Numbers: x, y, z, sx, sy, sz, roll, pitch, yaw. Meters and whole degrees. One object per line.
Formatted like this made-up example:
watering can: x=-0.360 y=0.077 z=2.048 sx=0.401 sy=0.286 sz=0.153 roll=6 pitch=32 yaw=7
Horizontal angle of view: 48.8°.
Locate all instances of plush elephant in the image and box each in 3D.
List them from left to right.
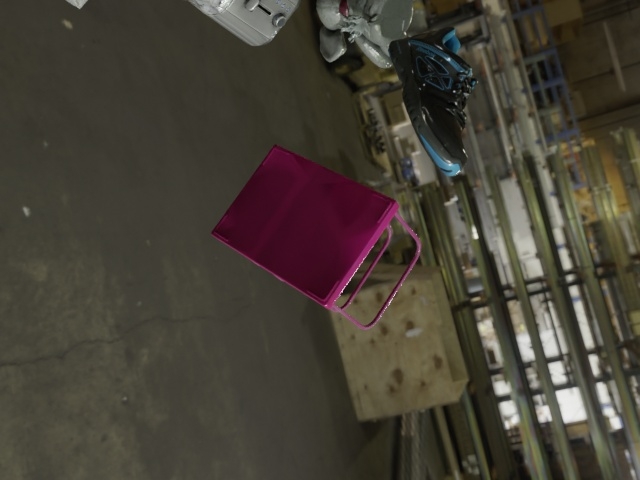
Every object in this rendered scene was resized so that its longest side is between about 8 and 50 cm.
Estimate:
plush elephant: x=0.107 y=-0.582 z=1.777 sx=0.255 sy=0.329 sz=0.272 roll=36 pitch=-48 yaw=39

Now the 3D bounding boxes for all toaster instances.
toaster: x=-0.144 y=-0.397 z=1.027 sx=0.227 sy=0.129 sz=0.146 roll=49 pitch=16 yaw=19

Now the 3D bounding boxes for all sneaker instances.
sneaker: x=0.223 y=-0.272 z=1.299 sx=0.125 sy=0.139 sz=0.341 roll=52 pitch=22 yaw=-54

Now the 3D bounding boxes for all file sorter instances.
file sorter: x=0.000 y=0.000 z=1.255 sx=0.202 sy=0.290 sz=0.182 roll=-55 pitch=143 yaw=-7

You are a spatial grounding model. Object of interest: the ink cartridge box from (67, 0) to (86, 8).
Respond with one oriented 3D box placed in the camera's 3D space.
ink cartridge box: x=-0.231 y=-0.440 z=0.759 sx=0.131 sy=0.306 sz=0.226 roll=39 pitch=-9 yaw=-3
